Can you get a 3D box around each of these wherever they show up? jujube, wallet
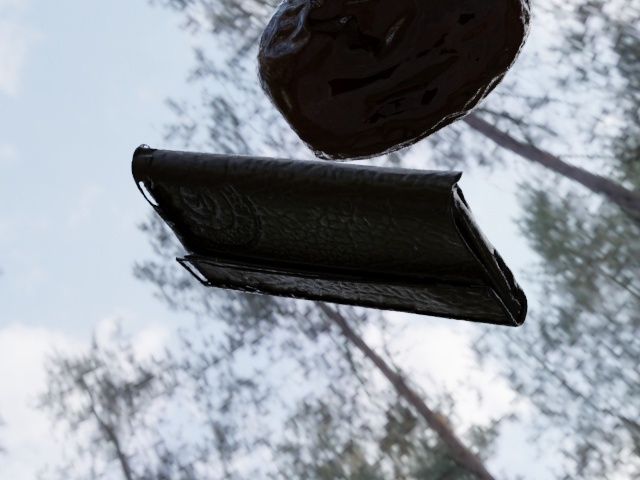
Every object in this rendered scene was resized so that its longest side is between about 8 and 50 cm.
[{"bbox_3d":[0.069,-0.175,1.329,0.243,0.183,0.183,-38,-62,5],"label":"jujube"},{"bbox_3d":[0.000,0.000,0.959,0.039,0.243,0.133,-61,-39,-29],"label":"wallet"}]
